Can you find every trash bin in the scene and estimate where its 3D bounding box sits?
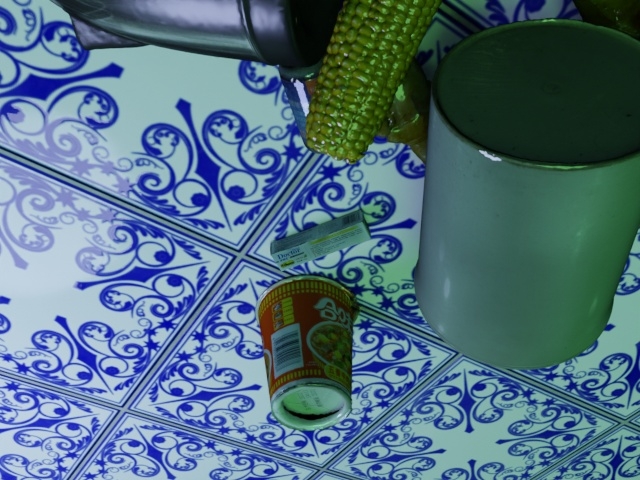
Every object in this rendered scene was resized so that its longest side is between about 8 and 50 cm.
[{"bbox_3d":[0.261,-0.029,0.799,0.281,0.280,0.432,-8,142,3],"label":"trash bin"}]

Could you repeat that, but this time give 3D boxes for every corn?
[{"bbox_3d":[0.068,-0.241,0.712,0.115,0.115,0.317,19,106,-19],"label":"corn"}]

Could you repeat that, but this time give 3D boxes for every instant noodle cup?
[{"bbox_3d":[-0.017,0.196,1.054,0.193,0.212,0.193,-2,130,-3],"label":"instant noodle cup"}]

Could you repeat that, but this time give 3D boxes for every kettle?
[{"bbox_3d":[-0.153,-0.338,0.597,0.324,0.228,0.320,9,120,12],"label":"kettle"}]

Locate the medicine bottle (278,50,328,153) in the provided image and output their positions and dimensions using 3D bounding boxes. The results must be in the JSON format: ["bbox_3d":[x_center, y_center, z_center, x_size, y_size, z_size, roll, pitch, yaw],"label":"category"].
[{"bbox_3d":[-0.010,-0.214,0.795,0.084,0.083,0.203,-14,127,7],"label":"medicine bottle"}]

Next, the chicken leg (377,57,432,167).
[{"bbox_3d":[0.118,-0.166,0.851,0.103,0.088,0.227,-31,132,9],"label":"chicken leg"}]

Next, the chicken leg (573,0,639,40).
[{"bbox_3d":[0.270,-0.326,0.683,0.212,0.140,0.361,-26,124,7],"label":"chicken leg"}]

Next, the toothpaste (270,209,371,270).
[{"bbox_3d":[0.000,0.000,1.006,0.164,0.034,0.046,-20,129,13],"label":"toothpaste"}]
